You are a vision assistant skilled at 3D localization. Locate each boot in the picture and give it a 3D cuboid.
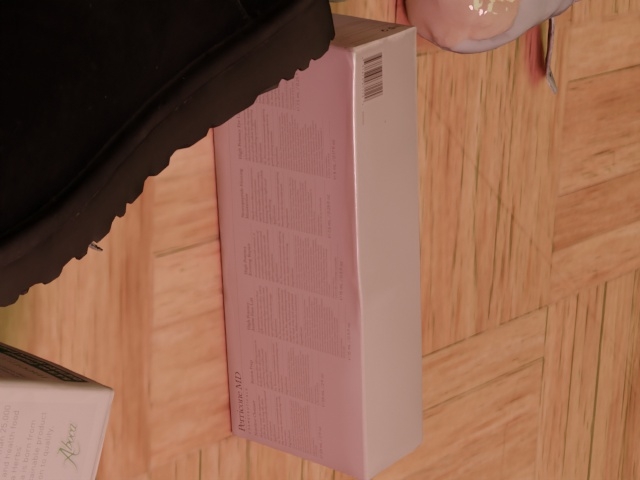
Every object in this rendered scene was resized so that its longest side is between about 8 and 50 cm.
[{"bbox_3d":[-0.131,-0.143,0.676,0.348,0.131,0.260,-43,136,-42],"label":"boot"}]

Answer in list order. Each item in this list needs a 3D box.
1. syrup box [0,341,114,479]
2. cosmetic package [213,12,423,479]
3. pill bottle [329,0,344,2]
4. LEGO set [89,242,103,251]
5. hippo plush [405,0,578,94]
[{"bbox_3d":[-0.204,0.087,0.691,0.237,0.093,0.096,10,94,-53],"label":"syrup box"},{"bbox_3d":[0.000,0.000,0.923,0.060,0.099,0.239,-28,123,-48],"label":"cosmetic package"},{"bbox_3d":[-0.011,-0.173,0.874,0.065,0.065,0.116,-61,142,-18],"label":"pill bottle"},{"bbox_3d":[-0.124,-0.020,0.823,0.083,0.023,0.054,-9,108,-37],"label":"LEGO set"},{"bbox_3d":[0.196,-0.186,0.993,0.234,0.236,0.294,-50,136,-30],"label":"hippo plush"}]
